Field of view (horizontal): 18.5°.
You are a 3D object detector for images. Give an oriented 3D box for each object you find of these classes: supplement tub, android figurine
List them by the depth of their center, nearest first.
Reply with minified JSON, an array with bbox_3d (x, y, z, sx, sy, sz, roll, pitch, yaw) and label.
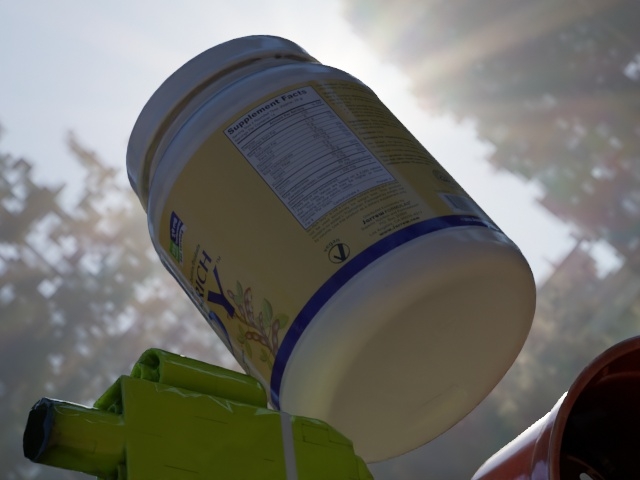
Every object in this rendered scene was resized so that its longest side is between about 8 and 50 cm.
[{"bbox_3d":[-0.058,0.182,1.238,0.273,0.248,0.056,16,-42,-32],"label":"android figurine"},{"bbox_3d":[0.000,0.000,1.667,0.241,0.331,0.241,-24,-39,-21],"label":"supplement tub"}]

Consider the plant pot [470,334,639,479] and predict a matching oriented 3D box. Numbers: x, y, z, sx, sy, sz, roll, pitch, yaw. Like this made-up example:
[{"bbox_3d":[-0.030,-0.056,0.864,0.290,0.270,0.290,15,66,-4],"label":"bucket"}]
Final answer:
[{"bbox_3d":[0.265,0.248,1.761,0.272,0.272,0.265,-37,-2,-29],"label":"plant pot"}]
